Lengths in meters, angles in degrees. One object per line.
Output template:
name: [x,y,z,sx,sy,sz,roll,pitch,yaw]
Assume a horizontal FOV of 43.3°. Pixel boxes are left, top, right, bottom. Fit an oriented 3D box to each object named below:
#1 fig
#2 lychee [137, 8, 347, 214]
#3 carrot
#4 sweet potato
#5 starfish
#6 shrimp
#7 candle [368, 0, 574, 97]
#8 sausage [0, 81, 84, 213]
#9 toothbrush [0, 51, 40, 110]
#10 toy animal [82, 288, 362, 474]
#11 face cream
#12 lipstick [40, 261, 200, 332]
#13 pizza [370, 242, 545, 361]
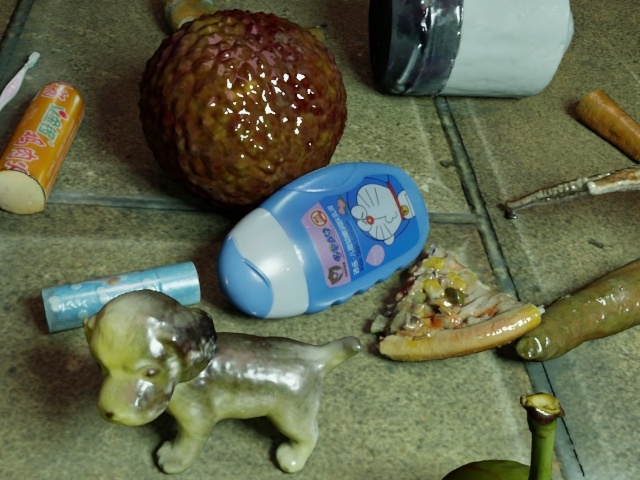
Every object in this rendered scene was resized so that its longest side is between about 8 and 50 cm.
fig: [0.159,0.208,0.592,0.151,0.259,0.151,7,49,-8]
lychee: [-0.094,-0.161,0.975,0.261,0.260,0.260,5,42,-5]
carrot: [0.475,-0.143,1.202,0.057,0.057,0.224,-17,51,-27]
sweet potato: [0.314,0.078,0.909,0.273,0.075,0.075,-18,48,-24]
starfish: [0.441,-0.045,0.952,0.384,0.132,0.398,-4,14,-3]
shrimp: [-0.134,-0.351,1.304,0.287,0.068,0.185,12,44,0]
candle: [0.248,-0.327,1.236,0.342,0.221,0.221,-1,42,-12]
sausage: [-0.347,-0.132,1.015,0.071,0.071,0.234,6,42,-4]
toothbrush: [-0.433,-0.209,1.122,0.017,0.022,0.204,22,41,-11]
toy animal: [-0.098,0.126,0.712,0.233,0.168,0.121,10,40,-21]
face cream: [0.000,0.000,0.900,0.264,0.083,0.149,-25,90,-33]
lipstick: [-0.208,0.058,0.846,0.158,0.048,0.048,-10,45,-21]
pizza: [0.141,0.056,0.894,0.185,0.052,0.195,-12,30,4]
